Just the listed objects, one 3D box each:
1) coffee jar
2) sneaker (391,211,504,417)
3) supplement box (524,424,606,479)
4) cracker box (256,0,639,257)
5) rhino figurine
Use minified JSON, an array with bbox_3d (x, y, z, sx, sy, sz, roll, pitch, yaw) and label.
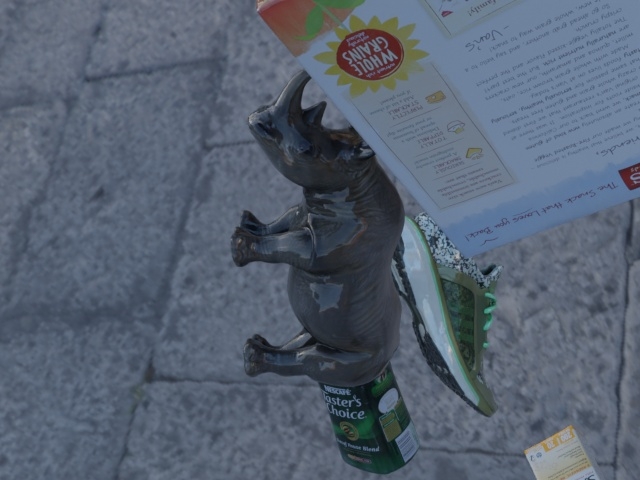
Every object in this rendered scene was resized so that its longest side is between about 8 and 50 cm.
[{"bbox_3d":[0.047,0.178,1.116,0.096,0.184,0.079,5,32,45],"label":"coffee jar"},{"bbox_3d":[0.246,0.113,1.604,0.182,0.410,0.158,-27,20,-7],"label":"sneaker"},{"bbox_3d":[0.267,0.256,1.016,0.062,0.036,0.098,-33,46,14],"label":"supplement box"},{"bbox_3d":[0.094,-0.095,0.500,0.156,0.232,0.067,-21,48,23],"label":"cracker box"},{"bbox_3d":[0.000,0.000,0.605,0.106,0.243,0.073,-1,35,2],"label":"rhino figurine"}]
